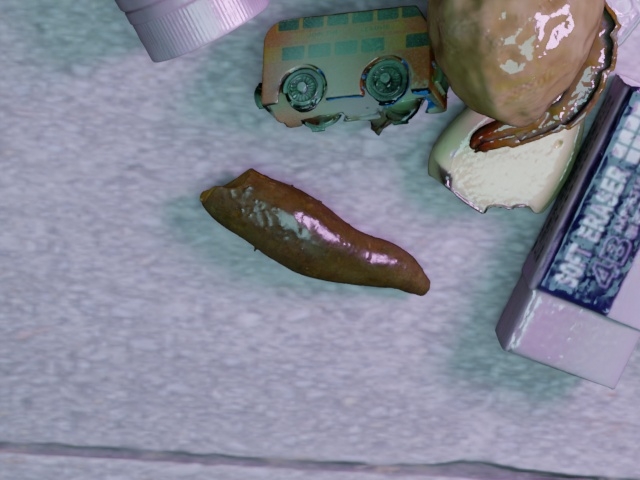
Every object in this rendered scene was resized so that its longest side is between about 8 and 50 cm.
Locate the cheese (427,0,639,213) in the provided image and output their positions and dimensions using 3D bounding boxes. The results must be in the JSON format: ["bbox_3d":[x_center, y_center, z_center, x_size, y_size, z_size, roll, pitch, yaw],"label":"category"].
[{"bbox_3d":[0.221,-0.131,1.834,0.127,0.050,0.255,38,100,-11],"label":"cheese"}]

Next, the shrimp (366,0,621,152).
[{"bbox_3d":[0.167,-0.152,1.791,0.253,0.058,0.173,-37,67,7],"label":"shrimp"}]

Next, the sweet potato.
[{"bbox_3d":[0.000,0.000,1.846,0.243,0.077,0.077,26,102,-9],"label":"sweet potato"}]

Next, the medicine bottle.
[{"bbox_3d":[-0.156,-0.297,1.727,0.133,0.133,0.250,-25,106,4],"label":"medicine bottle"}]

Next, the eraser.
[{"bbox_3d":[0.285,-0.007,1.853,0.130,0.086,0.287,21,103,-9],"label":"eraser"}]

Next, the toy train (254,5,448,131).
[{"bbox_3d":[0.027,-0.158,1.769,0.188,0.072,0.099,-3,76,18],"label":"toy train"}]

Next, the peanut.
[{"bbox_3d":[0.174,-0.293,1.688,0.169,0.192,0.387,-1,89,15],"label":"peanut"}]
